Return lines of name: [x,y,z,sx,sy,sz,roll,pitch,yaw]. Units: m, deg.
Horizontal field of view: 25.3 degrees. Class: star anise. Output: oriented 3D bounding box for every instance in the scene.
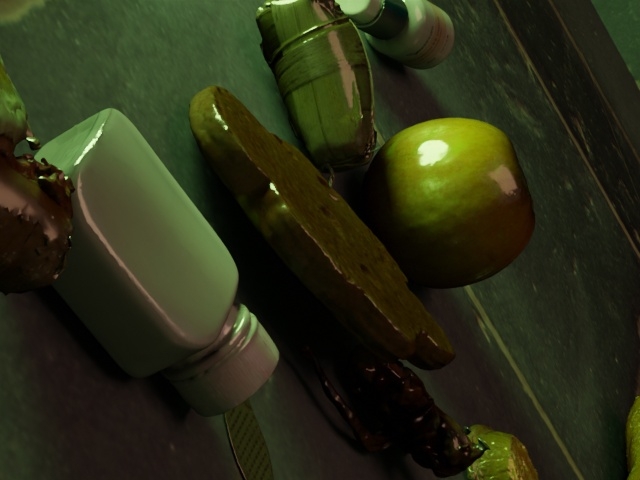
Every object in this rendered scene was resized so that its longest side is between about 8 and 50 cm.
star anise: [0.050,0.123,1.072,0.191,0.070,0.097,47,0,-30]

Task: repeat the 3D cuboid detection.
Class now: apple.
apple: [0.123,-0.032,1.284,0.163,0.147,0.146,39,33,-48]

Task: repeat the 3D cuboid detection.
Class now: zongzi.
zongzi: [0.019,-0.121,1.269,0.178,0.081,0.189,8,63,-75]

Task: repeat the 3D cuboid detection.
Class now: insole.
insole: [-0.053,0.110,0.937,0.045,0.002,0.135,25,43,-57]

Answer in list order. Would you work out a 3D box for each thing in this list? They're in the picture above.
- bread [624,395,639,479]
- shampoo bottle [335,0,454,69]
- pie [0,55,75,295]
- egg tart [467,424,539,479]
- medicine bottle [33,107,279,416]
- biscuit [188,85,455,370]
bread: [0.393,0.310,1.547,0.185,0.109,0.380,65,23,-16]
shampoo bottle: [0.077,-0.232,1.500,0.192,0.074,0.074,13,53,-62]
pie: [-0.244,-0.095,0.653,0.257,0.105,0.274,57,16,26]
egg tart: [0.163,0.206,1.252,0.105,0.039,0.105,50,25,-33]
medicine bottle: [-0.101,0.018,0.849,0.183,0.069,0.119,52,24,-21]
biscuit: [0.000,0.000,1.085,0.290,0.041,0.208,47,13,-16]
